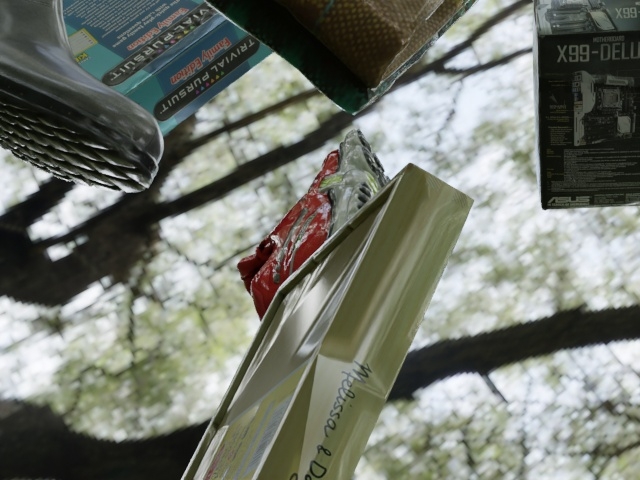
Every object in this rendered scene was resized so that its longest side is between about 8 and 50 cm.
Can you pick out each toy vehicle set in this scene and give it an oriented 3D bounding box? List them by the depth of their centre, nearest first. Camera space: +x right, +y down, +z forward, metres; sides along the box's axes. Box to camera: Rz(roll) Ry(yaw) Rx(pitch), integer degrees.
[{"bbox_3d":[-0.028,0.106,0.695,0.035,0.267,0.166,31,-29,-8],"label":"toy vehicle set"}]

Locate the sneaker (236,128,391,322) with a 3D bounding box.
[{"bbox_3d":[0.000,0.000,1.086,0.118,0.279,0.107,-27,-82,10],"label":"sneaker"}]

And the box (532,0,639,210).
[{"bbox_3d":[0.351,-0.135,1.450,0.307,0.076,0.242,-2,-39,8],"label":"box"}]

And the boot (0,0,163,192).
[{"bbox_3d":[-0.196,-0.186,1.081,0.338,0.223,0.118,29,-16,26],"label":"boot"}]

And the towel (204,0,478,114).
[{"bbox_3d":[-0.016,-0.197,0.478,0.271,0.370,0.040,36,-49,3],"label":"towel"}]

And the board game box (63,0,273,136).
[{"bbox_3d":[-0.232,-0.249,1.834,0.336,0.254,0.079,33,-25,42],"label":"board game box"}]
